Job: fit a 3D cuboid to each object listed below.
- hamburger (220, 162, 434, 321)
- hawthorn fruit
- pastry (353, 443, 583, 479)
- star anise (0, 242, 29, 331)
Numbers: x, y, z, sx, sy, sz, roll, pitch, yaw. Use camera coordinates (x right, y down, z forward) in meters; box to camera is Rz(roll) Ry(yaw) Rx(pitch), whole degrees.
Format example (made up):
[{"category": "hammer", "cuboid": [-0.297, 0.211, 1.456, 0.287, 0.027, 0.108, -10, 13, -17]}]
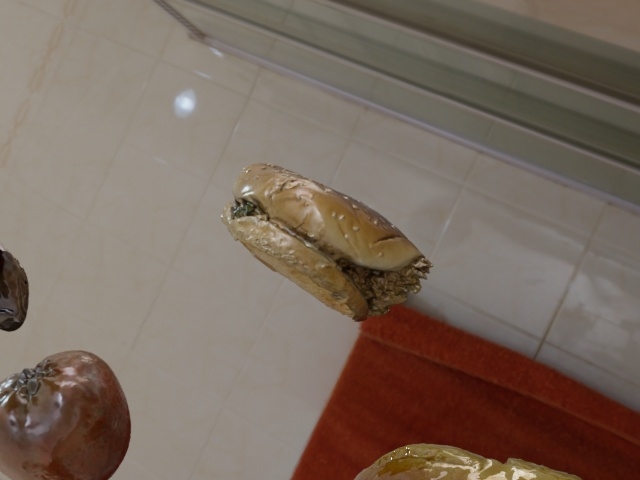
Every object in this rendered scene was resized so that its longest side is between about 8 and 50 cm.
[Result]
[{"category": "hamburger", "cuboid": [0.000, 0.000, 0.934, 0.146, 0.286, 0.243, -58, -21, 1]}, {"category": "hawthorn fruit", "cuboid": [-0.364, 0.284, 1.053, 0.199, 0.200, 0.251, -48, -50, -37]}, {"category": "pastry", "cuboid": [0.156, 0.349, 0.676, 0.164, 0.356, 0.355, -41, -30, -50]}, {"category": "star anise", "cuboid": [-0.500, 0.003, 0.954, 0.108, 0.315, 0.315, -53, -23, -23]}]
